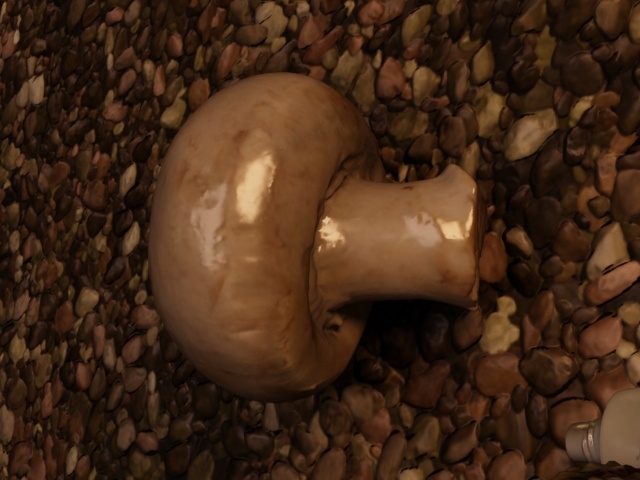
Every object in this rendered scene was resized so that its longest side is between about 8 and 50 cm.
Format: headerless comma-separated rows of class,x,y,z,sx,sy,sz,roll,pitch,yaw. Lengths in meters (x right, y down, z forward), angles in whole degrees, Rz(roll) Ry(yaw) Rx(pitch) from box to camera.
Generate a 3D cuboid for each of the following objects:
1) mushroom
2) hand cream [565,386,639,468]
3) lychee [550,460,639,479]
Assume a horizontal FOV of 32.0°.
mushroom,0.000,0.000,0.988,0.290,0.297,0.298,5,79,21
hand cream,0.323,0.138,0.758,0.340,0.078,0.124,-8,32,41
lychee,0.205,0.273,0.707,0.274,0.255,0.255,-59,44,33
